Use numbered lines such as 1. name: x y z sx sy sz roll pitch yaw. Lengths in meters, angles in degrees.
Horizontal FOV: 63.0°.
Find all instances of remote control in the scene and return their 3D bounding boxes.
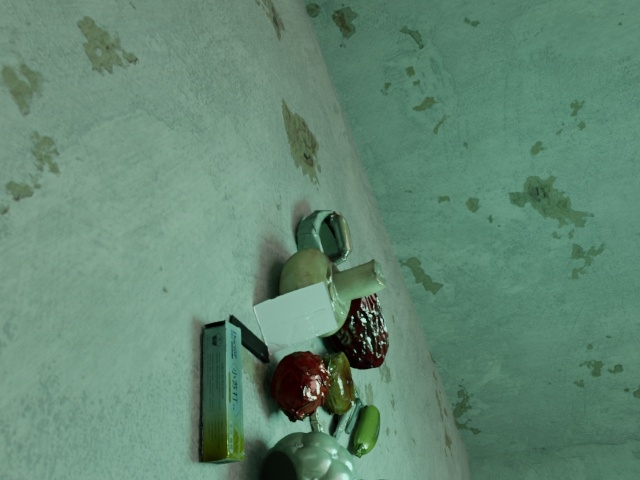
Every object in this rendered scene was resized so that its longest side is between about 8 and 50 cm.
1. remote control: 0.080 0.625 1.868 0.229 0.044 0.073 -46 152 -63

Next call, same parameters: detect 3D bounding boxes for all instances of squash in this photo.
1. squash: 0.177 0.736 1.986 0.341 0.094 0.094 -44 116 -72

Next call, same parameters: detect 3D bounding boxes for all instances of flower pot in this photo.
1. flower pot: -0.027 0.595 1.292 0.195 0.246 0.246 13 60 -40

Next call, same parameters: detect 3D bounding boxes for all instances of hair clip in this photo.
1. hair clip: -0.011 0.592 1.659 0.072 0.034 0.226 -3 79 -67

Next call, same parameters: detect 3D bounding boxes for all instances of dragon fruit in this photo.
1. dragon fruit: -0.054 0.404 1.483 0.209 0.172 0.172 -53 127 -43

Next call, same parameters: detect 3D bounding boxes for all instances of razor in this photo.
1. razor: 0.129 0.661 1.990 0.084 0.036 0.211 67 19 -14

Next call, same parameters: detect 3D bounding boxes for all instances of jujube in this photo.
1. jujube: 0.121 0.304 1.974 0.258 0.258 0.376 -23 103 -71

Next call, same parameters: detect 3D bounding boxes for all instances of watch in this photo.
1. watch: 0.000 0.000 2.045 0.241 0.162 0.253 14 58 -54

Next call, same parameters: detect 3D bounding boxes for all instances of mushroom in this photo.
1. mushroom: 0.038 0.150 1.705 0.314 0.336 0.314 -22 90 -77

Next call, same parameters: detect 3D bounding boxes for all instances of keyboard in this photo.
1. keyboard: -0.194 0.275 1.436 0.195 0.018 0.060 55 19 -44

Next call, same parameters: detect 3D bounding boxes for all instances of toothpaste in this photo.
1. toothpaste: -0.227 0.346 1.207 0.089 0.071 0.312 50 29 -57

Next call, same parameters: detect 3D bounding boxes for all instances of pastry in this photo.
1. pastry: 0.054 0.490 1.823 0.229 0.100 0.218 54 27 -48

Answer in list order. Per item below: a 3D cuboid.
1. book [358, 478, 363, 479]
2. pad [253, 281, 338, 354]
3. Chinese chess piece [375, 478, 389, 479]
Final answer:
1. book: 0.128 0.982 1.723 0.239 0.035 0.352 41 37 -63
2. pad: -0.069 0.227 1.551 0.004 0.232 0.156 174 -102 -74
3. Chinese chess piece: 0.233 0.989 1.863 0.250 0.101 0.250 -14 90 -78
